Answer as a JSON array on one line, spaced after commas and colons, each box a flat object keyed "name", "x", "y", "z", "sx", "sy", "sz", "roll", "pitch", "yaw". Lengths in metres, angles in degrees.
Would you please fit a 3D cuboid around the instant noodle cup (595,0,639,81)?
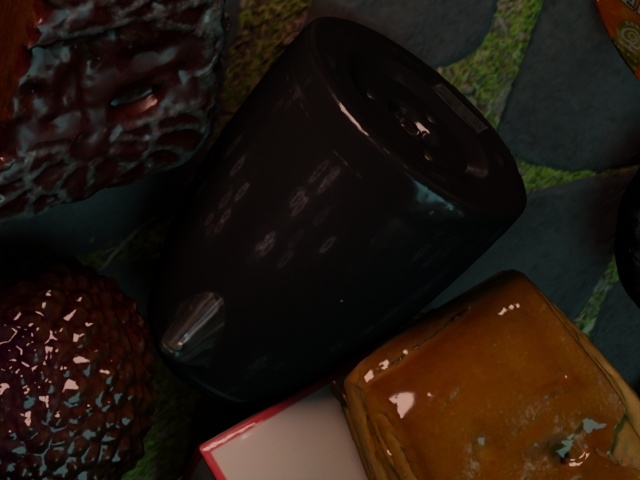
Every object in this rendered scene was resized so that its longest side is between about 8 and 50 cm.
[{"name": "instant noodle cup", "x": 0.361, "y": -0.218, "z": 1.458, "sx": 0.182, "sy": 0.230, "sz": 0.230, "roll": -35, "pitch": 143, "yaw": -22}]

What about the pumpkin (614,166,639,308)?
[{"name": "pumpkin", "x": 0.387, "y": -0.012, "z": 1.712, "sx": 0.233, "sy": 0.163, "sz": 0.233, "roll": -23, "pitch": 129, "yaw": -31}]

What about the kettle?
[{"name": "kettle", "x": 0.000, "y": 0.000, "z": 1.381, "sx": 0.290, "sy": 0.207, "sz": 0.268, "roll": -49, "pitch": 167, "yaw": 24}]

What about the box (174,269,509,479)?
[{"name": "box", "x": 0.081, "y": 0.249, "z": 1.500, "sx": 0.312, "sy": 0.314, "sz": 0.300, "roll": -29, "pitch": 170, "yaw": -17}]

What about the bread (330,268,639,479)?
[{"name": "bread", "x": 0.139, "y": 0.151, "z": 1.327, "sx": 0.210, "sy": 0.235, "sz": 0.099, "roll": -30, "pitch": 171, "yaw": -18}]

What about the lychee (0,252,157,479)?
[{"name": "lychee", "x": -0.206, "y": 0.099, "z": 1.300, "sx": 0.188, "sy": 0.188, "sz": 0.188, "roll": -24, "pitch": 139, "yaw": -22}]

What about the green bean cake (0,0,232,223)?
[{"name": "green bean cake", "x": -0.155, "y": -0.131, "z": 1.177, "sx": 0.198, "sy": 0.097, "sz": 0.233, "roll": -16, "pitch": 136, "yaw": -29}]
